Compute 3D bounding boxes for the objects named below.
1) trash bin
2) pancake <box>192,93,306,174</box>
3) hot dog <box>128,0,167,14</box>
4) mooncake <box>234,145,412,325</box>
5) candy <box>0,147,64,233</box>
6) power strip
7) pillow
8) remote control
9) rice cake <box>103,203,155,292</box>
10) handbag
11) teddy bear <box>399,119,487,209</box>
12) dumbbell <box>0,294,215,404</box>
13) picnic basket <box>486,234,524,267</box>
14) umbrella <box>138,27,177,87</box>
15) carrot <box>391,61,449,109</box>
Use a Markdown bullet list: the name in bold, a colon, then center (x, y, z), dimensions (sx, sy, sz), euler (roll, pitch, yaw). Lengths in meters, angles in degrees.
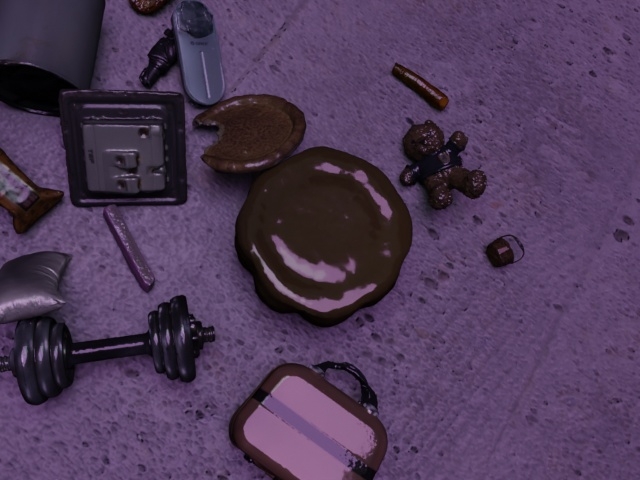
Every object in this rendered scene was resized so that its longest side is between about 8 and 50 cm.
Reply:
- **trash bin**: center (-0.594, -0.434, 1.361), dimensions (0.277, 0.217, 0.263), euler (16, 70, -33)
- **pancake**: center (-0.169, -0.245, 1.400), dimensions (0.286, 0.033, 0.288), euler (15, 48, 22)
- **hot dog**: center (-0.402, -0.614, 1.529), dimensions (0.099, 0.065, 0.147), euler (47, 69, -5)
- **mooncake**: center (0.000, 0.000, 1.365), dimensions (0.378, 0.201, 0.379), euler (3, 70, -7)
- **candy**: center (-0.675, -0.136, 1.282), dimensions (0.271, 0.101, 0.143), euler (47, 71, -24)
- **power strip**: center (-0.414, -0.186, 1.331), dimensions (0.251, 0.092, 0.257), euler (0, 114, -5)
- **pillow**: center (-0.560, 0.086, 1.218), dimensions (0.144, 0.254, 0.078), euler (-6, 110, -16)
- **remote control**: center (-0.287, -0.436, 1.472), dimensions (0.104, 0.052, 0.248), euler (-9, 91, -34)
- **rice cake**: center (-0.410, 0.017, 1.355), dimensions (0.036, 0.047, 0.207), euler (-26, 81, -23)
- **handbag**: center (-0.004, 0.371, 1.279), dimensions (0.301, 0.149, 0.283), euler (36, 69, 3)
- **teddy bear**: center (0.279, -0.169, 1.497), dimensions (0.181, 0.129, 0.251), euler (-25, 61, 5)
- **dumbbell**: center (-0.410, 0.211, 1.231), dimensions (0.406, 0.179, 0.179), euler (-7, 76, -12)
- **picnic basket**: center (0.445, 0.022, 1.503), dimensions (0.083, 0.072, 0.072), euler (-22, 79, -15)
- **umbrella**: center (-0.353, -0.458, 1.497), dimensions (0.066, 0.059, 0.236), euler (23, 69, 15)
- **carrot**: center (0.251, -0.393, 1.601), dimensions (0.170, 0.042, 0.042), euler (36, 71, 4)
